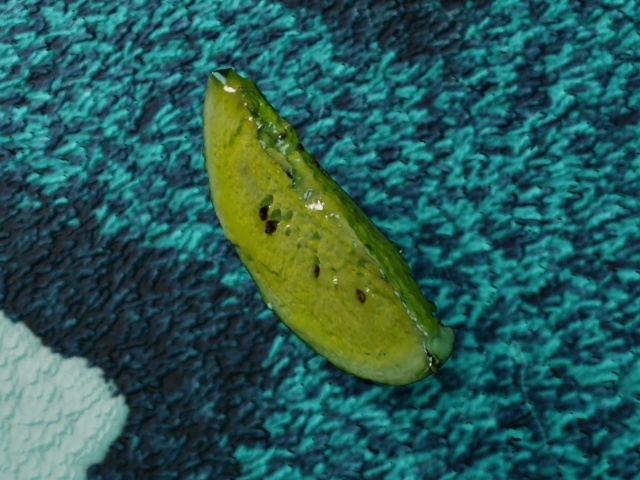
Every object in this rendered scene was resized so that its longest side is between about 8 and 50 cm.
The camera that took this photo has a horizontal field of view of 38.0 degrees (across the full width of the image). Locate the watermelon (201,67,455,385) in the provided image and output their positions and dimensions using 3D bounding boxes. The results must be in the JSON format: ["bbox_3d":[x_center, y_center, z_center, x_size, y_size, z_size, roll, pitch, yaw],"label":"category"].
[{"bbox_3d":[0.000,0.000,0.748,0.123,0.129,0.301,-34,69,-11],"label":"watermelon"}]
